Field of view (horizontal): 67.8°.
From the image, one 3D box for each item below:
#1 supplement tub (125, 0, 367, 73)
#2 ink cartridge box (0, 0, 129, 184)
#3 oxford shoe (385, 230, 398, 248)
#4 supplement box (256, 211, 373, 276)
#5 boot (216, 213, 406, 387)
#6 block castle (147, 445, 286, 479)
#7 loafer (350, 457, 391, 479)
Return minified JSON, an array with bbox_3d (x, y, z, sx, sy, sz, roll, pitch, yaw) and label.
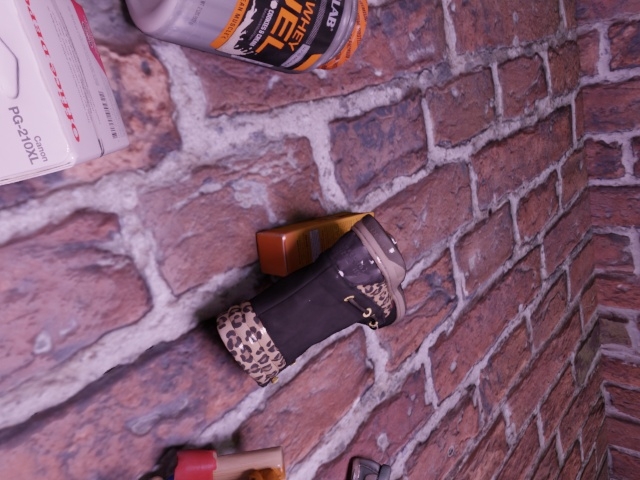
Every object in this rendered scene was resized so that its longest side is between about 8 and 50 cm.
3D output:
[{"bbox_3d":[-0.091,-0.350,0.672,0.316,0.194,0.193,-5,97,-44],"label":"supplement tub"},{"bbox_3d":[-0.281,-0.155,0.461,0.100,0.237,0.171,-16,107,-7],"label":"ink cartridge box"},{"bbox_3d":[0.137,0.081,1.023,0.076,0.076,0.212,-71,164,-74],"label":"oxford shoe"},{"bbox_3d":[0.000,0.000,0.870,0.234,0.078,0.080,-18,106,-42],"label":"supplement box"},{"bbox_3d":[0.001,0.126,0.811,0.284,0.138,0.377,-32,160,-7],"label":"boot"},{"bbox_3d":[-0.125,0.531,0.617,0.213,0.303,0.452,-6,97,-8],"label":"block castle"},{"bbox_3d":[0.074,0.591,1.001,0.096,0.084,0.267,36,71,-73],"label":"loafer"}]
